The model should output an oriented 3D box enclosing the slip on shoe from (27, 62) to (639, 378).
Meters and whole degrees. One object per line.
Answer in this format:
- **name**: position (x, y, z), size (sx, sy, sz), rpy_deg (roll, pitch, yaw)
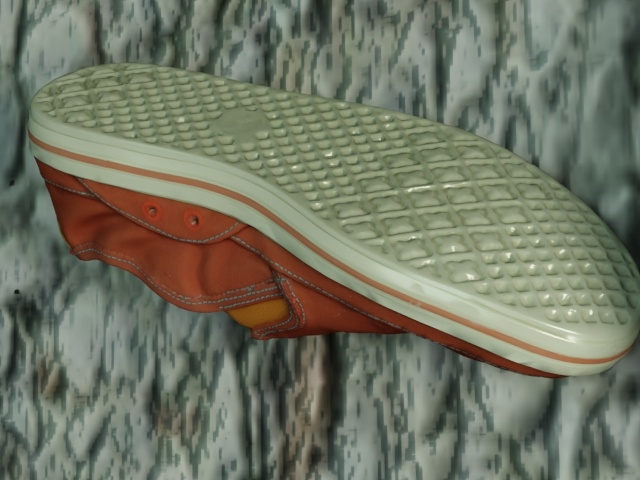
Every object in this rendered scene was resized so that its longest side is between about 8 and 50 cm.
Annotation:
- **slip on shoe**: position (0.000, 0.000, 0.786), size (0.331, 0.123, 0.101), rpy_deg (17, 126, 30)
